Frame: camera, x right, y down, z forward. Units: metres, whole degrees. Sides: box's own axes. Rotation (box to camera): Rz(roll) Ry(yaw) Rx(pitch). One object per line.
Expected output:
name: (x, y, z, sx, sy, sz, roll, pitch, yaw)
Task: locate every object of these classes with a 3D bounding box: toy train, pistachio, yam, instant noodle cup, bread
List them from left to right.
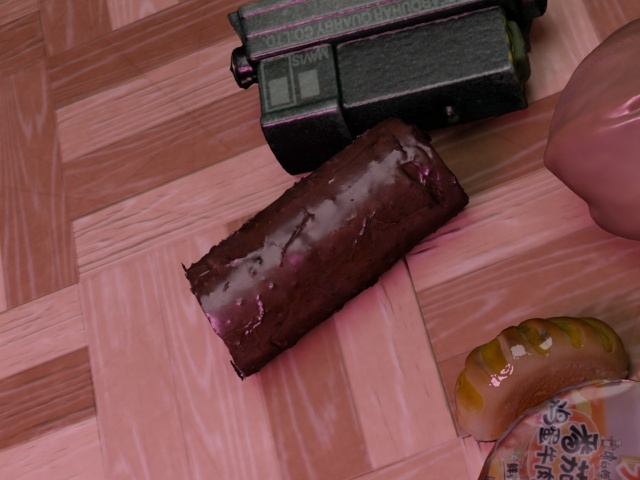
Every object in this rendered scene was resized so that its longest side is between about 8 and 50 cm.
yam: (0.000, 0.000, 1.635, 0.280, 0.131, 0.131, -38, 51, -5)
toy train: (0.070, -0.179, 1.734, 0.330, 0.138, 0.178, -12, 62, 12)
bread: (0.181, 0.109, 1.503, 0.157, 0.094, 0.083, -33, 54, 9)
instant noodle cup: (0.235, 0.226, 1.356, 0.205, 0.153, 0.205, -11, 55, 16)
pistachio: (0.351, -0.117, 1.506, 0.332, 0.226, 0.208, -18, 72, 24)
